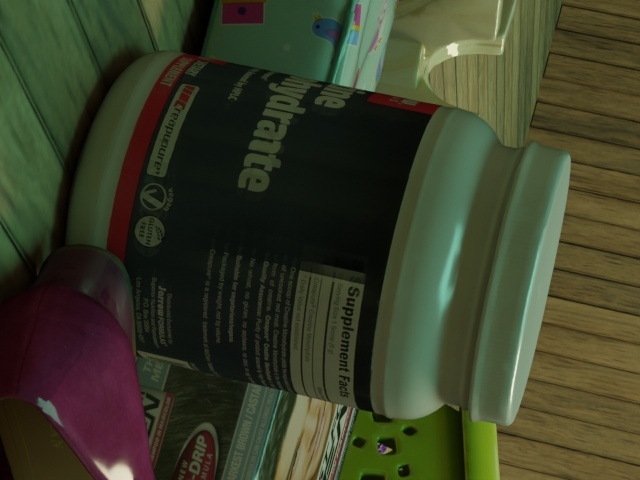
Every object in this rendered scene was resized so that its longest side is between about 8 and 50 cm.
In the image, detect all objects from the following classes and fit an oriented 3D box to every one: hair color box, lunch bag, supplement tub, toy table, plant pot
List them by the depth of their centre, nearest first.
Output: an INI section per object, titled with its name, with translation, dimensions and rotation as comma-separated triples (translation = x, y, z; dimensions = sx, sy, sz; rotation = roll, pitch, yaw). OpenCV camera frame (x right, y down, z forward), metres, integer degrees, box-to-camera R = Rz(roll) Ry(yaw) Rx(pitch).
[supplement tub]
translation = 0.000, 0.000, 1.081
dimensions = 0.191, 0.272, 0.191
rotation = 12, 90, -80
[lunch bag]
translation = -0.014, -0.140, 1.295
dimensions = 0.224, 0.108, 0.279
rotation = 57, 47, -79
[hair color box]
translation = -0.055, 0.143, 1.393
dimensions = 0.374, 0.114, 0.185
rotation = 63, 41, -72
[toy table]
translation = 0.076, -0.151, 1.611
dimensions = 0.252, 0.161, 0.274
rotation = 87, 18, -56
[plant pot]
translation = 0.084, 0.285, 1.879
dimensions = 0.227, 0.207, 0.228
rotation = 88, 2, -52

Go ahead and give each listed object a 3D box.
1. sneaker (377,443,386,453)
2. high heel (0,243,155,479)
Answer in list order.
[sneaker]
translation = 0.050, 0.257, 2.183
dimensions = 0.068, 0.071, 0.170
rotation = -60, 160, -58
[high heel]
translation = -0.136, 0.200, 0.980
dimensions = 0.181, 0.127, 0.377
rotation = -76, 159, -70
